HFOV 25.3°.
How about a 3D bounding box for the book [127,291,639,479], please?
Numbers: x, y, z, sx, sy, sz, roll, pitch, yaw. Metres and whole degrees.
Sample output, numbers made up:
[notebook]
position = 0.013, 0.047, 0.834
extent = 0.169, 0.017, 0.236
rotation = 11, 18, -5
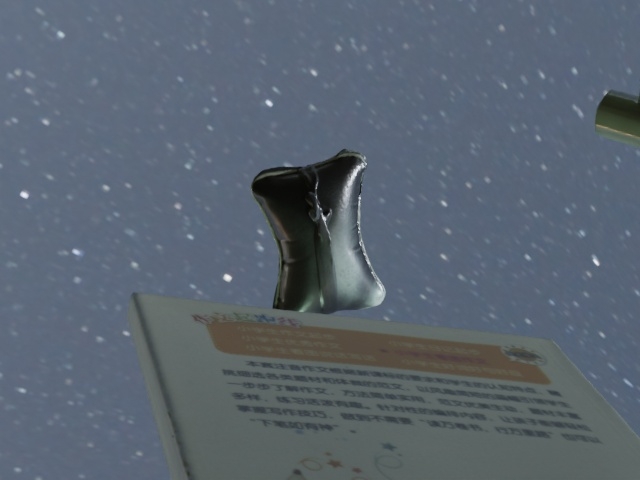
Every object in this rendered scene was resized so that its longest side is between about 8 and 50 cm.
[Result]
[book]
position = 0.048, 0.093, 0.521
extent = 0.295, 0.207, 0.020
rotation = -122, -138, -64

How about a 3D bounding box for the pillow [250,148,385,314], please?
[pillow]
position = -0.001, -0.001, 1.121
extent = 0.055, 0.091, 0.136
rotation = 16, -57, 46

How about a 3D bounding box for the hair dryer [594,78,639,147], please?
[hair dryer]
position = 0.240, -0.126, 1.053
extent = 0.063, 0.038, 0.124
rotation = 20, -53, 32
